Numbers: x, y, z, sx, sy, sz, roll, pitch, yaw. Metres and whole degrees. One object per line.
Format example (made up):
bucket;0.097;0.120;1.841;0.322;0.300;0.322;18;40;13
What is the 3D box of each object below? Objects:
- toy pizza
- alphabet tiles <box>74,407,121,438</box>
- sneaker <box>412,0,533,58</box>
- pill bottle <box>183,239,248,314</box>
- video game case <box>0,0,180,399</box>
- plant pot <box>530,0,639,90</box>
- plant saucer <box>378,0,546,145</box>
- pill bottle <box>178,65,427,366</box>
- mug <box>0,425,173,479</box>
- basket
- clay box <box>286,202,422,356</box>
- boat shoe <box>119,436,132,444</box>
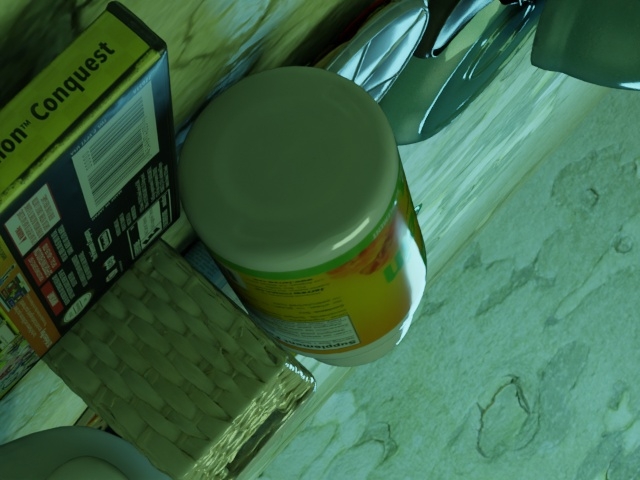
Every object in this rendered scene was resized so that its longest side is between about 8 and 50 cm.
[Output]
toy pizza;0.007;-0.110;0.993;0.201;0.032;0.201;-47;172;-9
alphabet tiles;-0.173;0.144;1.273;0.198;0.009;0.237;-51;170;15
sneaker;0.169;-0.212;1.055;0.222;0.118;0.083;-50;171;6
pill bottle;-0.084;0.049;1.047;0.160;0.087;0.087;-47;171;-9
video game case;-0.166;0.029;0.648;0.248;0.035;0.275;-47;174;-14
plant pot;0.350;-0.260;1.253;0.293;0.196;0.293;-59;168;-21
plant saucer;0.164;-0.207;1.302;0.317;0.043;0.317;-46;171;-10
pill bottle;0.000;0.000;0.899;0.136;0.136;0.246;-47;156;-11
mug;-0.202;0.269;0.833;0.328;0.276;0.374;-50;171;-35
basket;-0.101;0.073;0.842;0.113;0.167;0.103;-48;164;-6
clay box;0.032;0.035;1.636;0.222;0.053;0.127;-55;169;30
boat shoe;-0.185;0.263;1.355;0.113;0.103;0.302;-39;170;-39
